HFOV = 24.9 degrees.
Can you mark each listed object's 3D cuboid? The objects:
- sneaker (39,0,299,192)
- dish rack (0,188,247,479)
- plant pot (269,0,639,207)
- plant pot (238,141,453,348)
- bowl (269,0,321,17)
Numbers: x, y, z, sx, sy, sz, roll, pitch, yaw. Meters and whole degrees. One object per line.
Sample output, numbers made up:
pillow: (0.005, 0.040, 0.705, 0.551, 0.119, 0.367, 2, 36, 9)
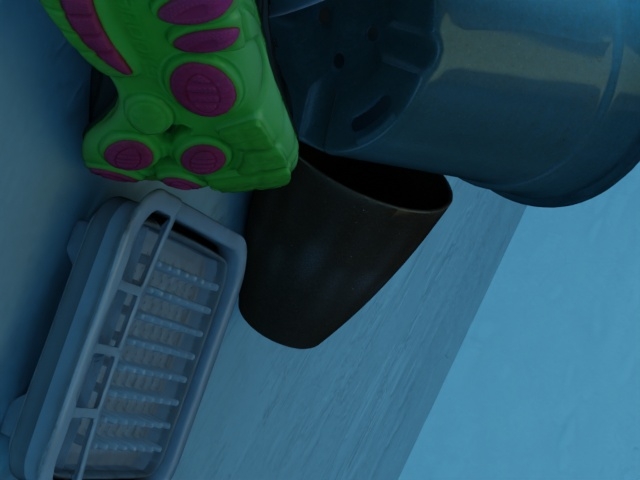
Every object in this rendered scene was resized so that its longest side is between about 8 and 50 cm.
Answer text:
sneaker: (-0.097, -0.174, 1.085, 0.483, 0.185, 0.202, 97, 0, -68)
dish rack: (-0.178, 0.101, 1.324, 0.333, 0.072, 0.285, 34, 74, -73)
plant pot: (0.137, -0.208, 1.495, 0.334, 0.341, 0.341, 1, 109, -44)
plant pot: (0.000, 0.000, 1.622, 0.230, 0.215, 0.215, -63, 169, 24)
bowl: (0.023, -0.330, 1.178, 0.163, 0.311, 0.311, 57, 41, -20)
